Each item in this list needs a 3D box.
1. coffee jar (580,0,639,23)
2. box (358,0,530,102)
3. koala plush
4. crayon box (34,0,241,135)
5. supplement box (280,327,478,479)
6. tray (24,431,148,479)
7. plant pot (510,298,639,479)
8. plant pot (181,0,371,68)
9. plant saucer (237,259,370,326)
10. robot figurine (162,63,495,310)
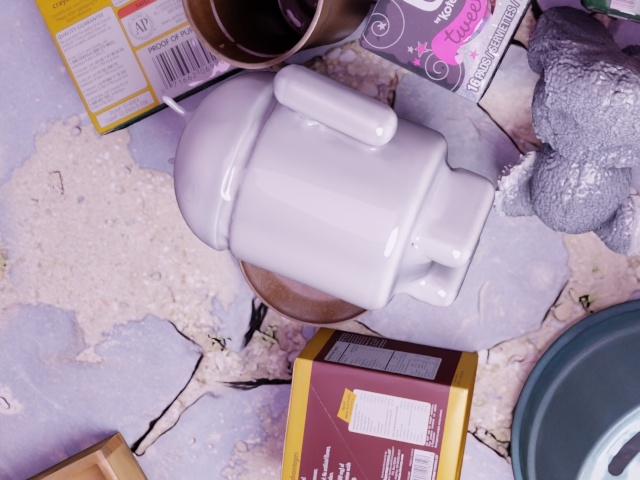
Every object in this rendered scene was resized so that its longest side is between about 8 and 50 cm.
[{"bbox_3d":[0.325,-0.318,1.218,0.079,0.096,0.184,16,104,7],"label":"coffee jar"},{"bbox_3d":[0.158,-0.286,1.227,0.142,0.163,0.247,26,106,5],"label":"box"},{"bbox_3d":[0.278,-0.099,1.238,0.196,0.203,0.221,20,117,9],"label":"koala plush"},{"bbox_3d":[-0.222,-0.308,1.353,0.203,0.083,0.323,-23,96,16],"label":"crayon box"},{"bbox_3d":[0.067,0.221,1.371,0.194,0.129,0.191,10,104,11],"label":"supplement box"},{"bbox_3d":[-0.383,0.426,1.548,0.411,0.076,0.203,-28,94,18],"label":"tray"},{"bbox_3d":[0.360,0.240,1.173,0.341,0.334,0.341,0,93,8],"label":"plant pot"},{"bbox_3d":[-0.032,-0.267,1.263,0.167,0.165,0.167,5,101,27],"label":"plant pot"},{"bbox_3d":[0.000,0.000,1.390,0.198,0.036,0.199,3,103,12],"label":"plant saucer"},{"bbox_3d":[-0.003,-0.054,1.256,0.353,0.200,0.300,21,139,7],"label":"robot figurine"}]
